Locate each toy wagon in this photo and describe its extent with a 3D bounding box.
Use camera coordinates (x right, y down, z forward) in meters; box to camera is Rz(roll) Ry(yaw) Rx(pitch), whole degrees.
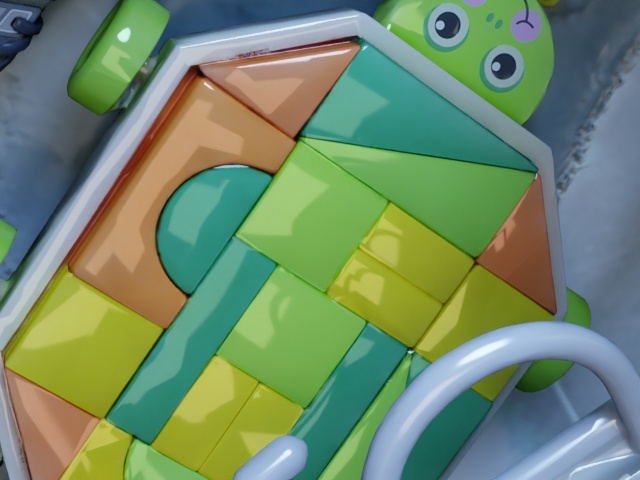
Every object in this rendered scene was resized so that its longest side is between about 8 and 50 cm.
[{"bbox_3d":[0.000,0.000,0.574,0.267,0.068,0.344,33,96,-18],"label":"toy wagon"}]

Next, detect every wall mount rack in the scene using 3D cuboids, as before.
[{"bbox_3d":[0.136,0.112,0.555,0.304,0.130,0.350,-33,125,-5],"label":"wall mount rack"}]

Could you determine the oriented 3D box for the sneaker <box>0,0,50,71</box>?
[{"bbox_3d":[-0.130,-0.140,0.535,0.300,0.111,0.121,-13,124,2],"label":"sneaker"}]
